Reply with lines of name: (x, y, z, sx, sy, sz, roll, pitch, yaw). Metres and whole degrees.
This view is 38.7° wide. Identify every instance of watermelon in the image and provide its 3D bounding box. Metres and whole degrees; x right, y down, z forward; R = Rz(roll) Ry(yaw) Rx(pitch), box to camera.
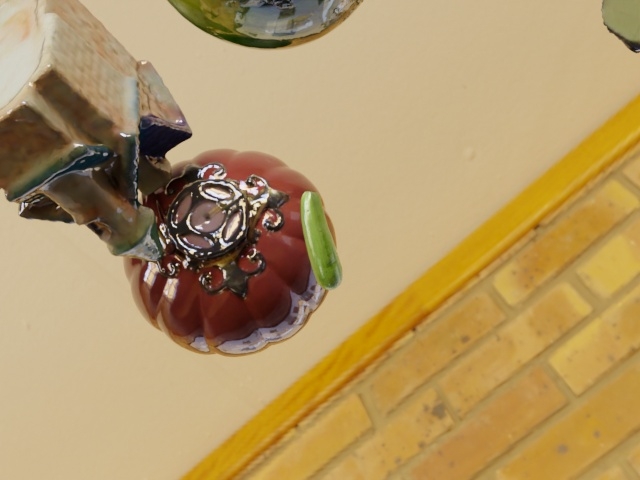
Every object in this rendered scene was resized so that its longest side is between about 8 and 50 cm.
watermelon: (-0.055, -0.300, 0.852, 0.243, 0.242, 0.242, -8, -58, -13)

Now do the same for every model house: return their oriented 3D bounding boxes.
model house: (-0.305, -0.116, 1.110, 0.245, 0.312, 0.280, -32, -50, 15)

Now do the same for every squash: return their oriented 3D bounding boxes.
squash: (-0.001, 0.000, 0.788, 0.027, 0.027, 0.089, -18, -84, -7)

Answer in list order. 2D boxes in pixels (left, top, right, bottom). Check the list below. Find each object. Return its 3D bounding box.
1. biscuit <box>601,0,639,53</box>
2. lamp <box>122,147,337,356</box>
biscuit: (0.337, -0.172, 0.762, 0.038, 0.322, 0.099, -2, -59, -19)
lamp: (-0.127, 0.015, 1.286, 0.303, 0.303, 0.257, -27, -22, -1)
